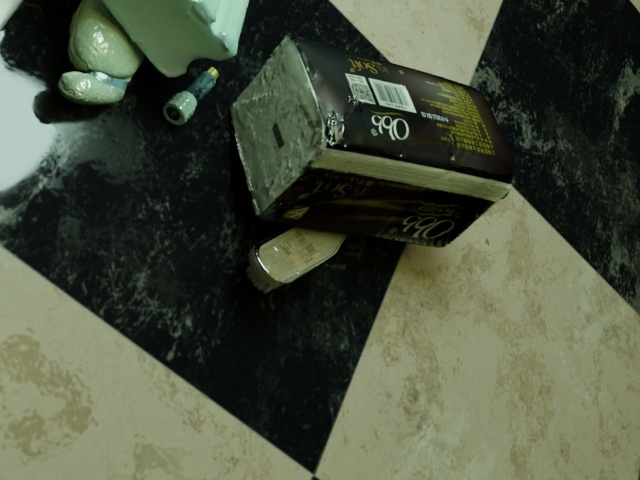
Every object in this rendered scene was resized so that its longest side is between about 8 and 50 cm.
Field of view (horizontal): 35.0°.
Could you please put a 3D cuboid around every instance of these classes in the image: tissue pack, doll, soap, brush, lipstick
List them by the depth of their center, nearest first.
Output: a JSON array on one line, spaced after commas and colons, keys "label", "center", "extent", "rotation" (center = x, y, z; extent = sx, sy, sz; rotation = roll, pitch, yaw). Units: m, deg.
[{"label": "doll", "center": [-0.266, -0.253, 1.278], "extent": [0.103, 0.071, 0.214], "rotation": [30, 55, -29]}, {"label": "soap", "center": [-0.174, -0.407, 1.321], "extent": [0.208, 0.115, 0.347], "rotation": [53, 34, -41]}, {"label": "lipstick", "center": [-0.168, -0.201, 1.375], "extent": [0.037, 0.037, 0.116], "rotation": [51, 47, -17]}, {"label": "tissue pack", "center": [0.074, -0.133, 1.427], "extent": [0.369, 0.198, 0.210], "rotation": [9, 55, -38]}, {"label": "brush", "center": [0.000, 0.000, 1.448], "extent": [0.070, 0.065, 0.327], "rotation": [51, 39, 8]}]
